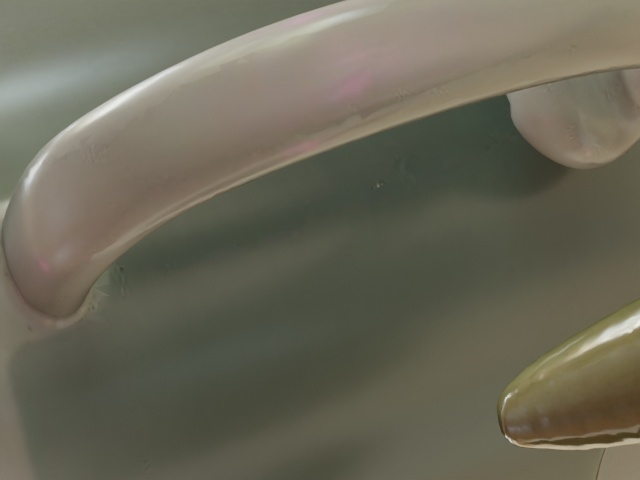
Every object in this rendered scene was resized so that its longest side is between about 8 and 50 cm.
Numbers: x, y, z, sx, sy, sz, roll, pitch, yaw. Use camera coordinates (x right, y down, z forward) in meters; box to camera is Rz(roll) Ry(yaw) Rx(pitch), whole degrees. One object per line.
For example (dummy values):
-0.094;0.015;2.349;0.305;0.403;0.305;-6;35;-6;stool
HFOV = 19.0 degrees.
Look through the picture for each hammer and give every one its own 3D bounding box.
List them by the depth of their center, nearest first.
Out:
0.092;-0.026;0.412;0.060;0.195;0.028;-23;-66;41;hammer

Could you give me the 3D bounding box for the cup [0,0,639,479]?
0.000;0.000;0.606;0.259;0.274;0.357;68;-23;12;cup
